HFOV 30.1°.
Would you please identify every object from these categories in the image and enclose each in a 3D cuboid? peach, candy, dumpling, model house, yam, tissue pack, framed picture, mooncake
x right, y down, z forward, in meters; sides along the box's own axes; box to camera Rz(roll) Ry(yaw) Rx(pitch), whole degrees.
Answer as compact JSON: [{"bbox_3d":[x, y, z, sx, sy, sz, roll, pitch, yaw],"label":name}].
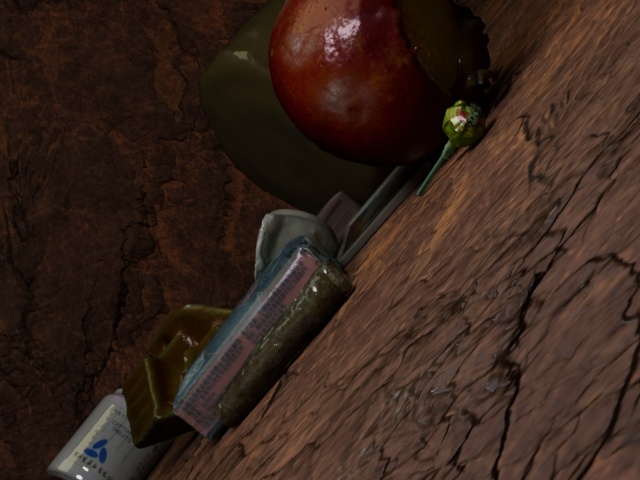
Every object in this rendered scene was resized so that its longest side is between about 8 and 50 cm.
[{"bbox_3d":[0.085,-0.273,1.824,0.310,0.335,0.406,-33,12,24],"label":"peach"},{"bbox_3d":[0.171,-0.120,1.642,0.194,0.058,0.062,120,160,-51],"label":"candy"},{"bbox_3d":[-0.051,0.038,2.007,0.252,0.131,0.179,27,-99,-70],"label":"dumpling"},{"bbox_3d":[-0.245,0.240,2.097,0.268,0.173,0.239,-51,2,46],"label":"model house"},{"bbox_3d":[-0.056,0.146,1.644,0.274,0.061,0.061,-51,3,13],"label":"yam"},{"bbox_3d":[-0.095,0.140,1.827,0.315,0.103,0.228,-51,5,5],"label":"tissue pack"},{"bbox_3d":[0.111,-0.072,1.975,0.250,0.016,0.184,-49,10,24],"label":"framed picture"},{"bbox_3d":[-0.017,-0.267,2.415,0.262,0.467,0.467,-47,1,-27],"label":"mooncake"}]

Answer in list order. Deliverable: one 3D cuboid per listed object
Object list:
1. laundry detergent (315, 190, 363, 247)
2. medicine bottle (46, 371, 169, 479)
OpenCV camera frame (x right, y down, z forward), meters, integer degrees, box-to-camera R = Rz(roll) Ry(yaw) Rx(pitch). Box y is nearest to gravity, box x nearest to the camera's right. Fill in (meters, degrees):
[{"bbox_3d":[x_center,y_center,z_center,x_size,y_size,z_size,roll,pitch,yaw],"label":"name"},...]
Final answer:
[{"bbox_3d":[0.000,0.000,2.324,0.171,0.076,0.237,-52,2,-38],"label":"laundry detergent"},{"bbox_3d":[-0.401,0.405,2.399,0.293,0.170,0.170,-53,4,-32],"label":"medicine bottle"}]
